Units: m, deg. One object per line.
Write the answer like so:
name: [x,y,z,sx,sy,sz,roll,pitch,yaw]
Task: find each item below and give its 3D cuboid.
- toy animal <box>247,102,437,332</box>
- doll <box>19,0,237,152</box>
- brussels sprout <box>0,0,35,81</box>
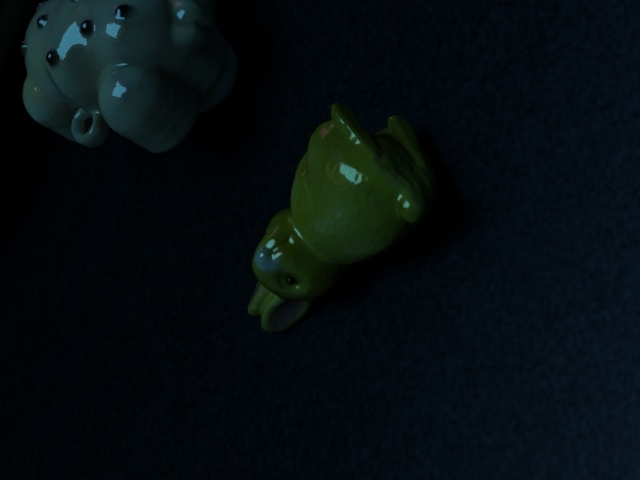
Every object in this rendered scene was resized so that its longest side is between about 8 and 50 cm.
toy animal: [0.000,0.002,1.013,0.159,0.070,0.083,-48,49,33]
doll: [-0.094,-0.185,1.147,0.154,0.119,0.278,28,90,47]
brussels sprout: [-0.386,-0.121,1.317,0.354,0.281,0.289,-39,30,5]
